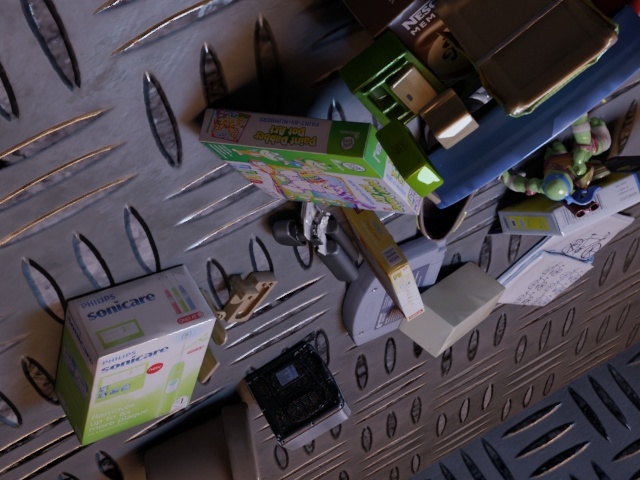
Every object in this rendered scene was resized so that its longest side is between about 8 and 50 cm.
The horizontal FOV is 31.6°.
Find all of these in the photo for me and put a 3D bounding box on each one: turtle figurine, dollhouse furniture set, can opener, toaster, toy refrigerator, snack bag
[{"bbox_3d":[0.415,-0.177,2.069,0.266,0.275,0.197,-28,138,-60],"label":"turtle figurine"},{"bbox_3d":[-0.144,0.148,1.961,0.151,0.123,0.144,-2,140,-47],"label":"dollhouse furniture set"},{"bbox_3d":[0.000,0.000,1.956,0.093,0.074,0.280,-4,160,20],"label":"can opener"},{"bbox_3d":[-0.039,0.316,2.328,0.186,0.168,0.110,-32,157,-1],"label":"toaster"},{"bbox_3d":[0.277,0.143,2.361,0.269,0.102,0.094,-28,151,-54],"label":"toy refrigerator"},{"bbox_3d":[0.585,0.040,2.708,0.342,0.037,0.323,-45,151,22],"label":"snack bag"},{"bbox_3d":[0.207,-0.203,1.398,0.302,0.197,0.151,-36,153,12],"label":"dollhouse furniture set"}]

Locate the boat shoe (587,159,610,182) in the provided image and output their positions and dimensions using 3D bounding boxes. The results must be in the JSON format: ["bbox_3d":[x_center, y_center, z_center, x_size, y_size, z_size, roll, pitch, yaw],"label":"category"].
[{"bbox_3d":[0.518,-0.141,2.217,0.056,0.048,0.153,-22,-172,-6],"label":"boat shoe"}]

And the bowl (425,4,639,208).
[{"bbox_3d":[0.298,-0.191,1.582,0.391,0.077,0.391,-38,-177,2],"label":"bowl"}]

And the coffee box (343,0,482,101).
[{"bbox_3d":[0.163,-0.313,1.522,0.168,0.118,0.297,-40,153,16],"label":"coffee box"}]

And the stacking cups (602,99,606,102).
[{"bbox_3d":[0.571,-0.371,1.913,0.316,0.096,0.096,-42,153,17],"label":"stacking cups"}]

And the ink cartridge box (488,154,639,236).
[{"bbox_3d":[0.522,-0.093,2.285,0.304,0.072,0.307,-25,-168,-17],"label":"ink cartridge box"}]

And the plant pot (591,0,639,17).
[{"bbox_3d":[0.479,-0.402,1.674,0.191,0.174,0.191,-27,151,-16],"label":"plant pot"}]

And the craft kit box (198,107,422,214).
[{"bbox_3d":[-0.005,-0.108,1.583,0.247,0.060,0.250,5,166,24],"label":"craft kit box"}]

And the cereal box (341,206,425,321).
[{"bbox_3d":[0.111,0.031,1.996,0.047,0.173,0.240,-32,153,-3],"label":"cereal box"}]

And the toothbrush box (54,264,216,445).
[{"bbox_3d":[-0.309,0.191,1.854,0.206,0.122,0.283,-18,148,-30],"label":"toothbrush box"}]

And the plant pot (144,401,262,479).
[{"bbox_3d":[-0.237,0.486,2.335,0.229,0.263,0.263,-12,151,-5],"label":"plant pot"}]

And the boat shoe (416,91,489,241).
[{"bbox_3d":[0.224,-0.120,1.920,0.117,0.096,0.324,3,146,-8],"label":"boat shoe"}]

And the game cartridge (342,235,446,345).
[{"bbox_3d":[0.142,0.103,2.293,0.196,0.060,0.294,-26,153,-23],"label":"game cartridge"}]

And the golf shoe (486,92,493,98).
[{"bbox_3d":[0.351,-0.278,1.885,0.176,0.069,0.086,-20,129,-29],"label":"golf shoe"}]
